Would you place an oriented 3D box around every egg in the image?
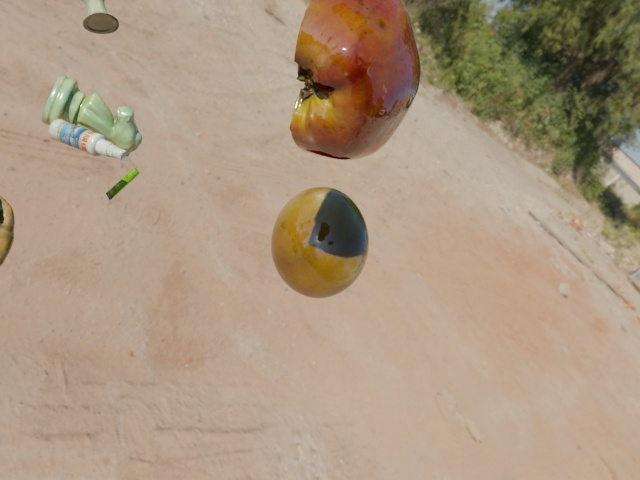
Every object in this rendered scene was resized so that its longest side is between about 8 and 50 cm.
[{"bbox_3d":[0.000,0.000,1.528,0.282,0.282,0.351,32,44,-23],"label":"egg"}]

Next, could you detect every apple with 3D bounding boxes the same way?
[{"bbox_3d":[0.048,-0.323,1.001,0.329,0.295,0.365,52,32,-17],"label":"apple"}]

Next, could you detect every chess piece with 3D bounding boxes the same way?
[{"bbox_3d":[-0.721,-0.393,1.707,0.298,0.176,0.176,24,32,-23],"label":"chess piece"}]

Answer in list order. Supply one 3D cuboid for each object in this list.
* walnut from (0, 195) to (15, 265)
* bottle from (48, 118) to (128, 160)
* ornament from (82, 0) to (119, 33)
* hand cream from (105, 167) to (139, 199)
[{"bbox_3d":[-0.717,-0.006,0.993,0.257,0.224,0.257,6,72,-20],"label":"walnut"},{"bbox_3d":[-0.578,-0.247,1.324,0.217,0.060,0.060,22,23,13],"label":"bottle"},{"bbox_3d":[-0.484,-0.522,1.122,0.074,0.081,0.156,-11,71,-27],"label":"ornament"},{"bbox_3d":[-0.597,-0.171,1.589,0.036,0.122,0.023,51,4,32],"label":"hand cream"}]
